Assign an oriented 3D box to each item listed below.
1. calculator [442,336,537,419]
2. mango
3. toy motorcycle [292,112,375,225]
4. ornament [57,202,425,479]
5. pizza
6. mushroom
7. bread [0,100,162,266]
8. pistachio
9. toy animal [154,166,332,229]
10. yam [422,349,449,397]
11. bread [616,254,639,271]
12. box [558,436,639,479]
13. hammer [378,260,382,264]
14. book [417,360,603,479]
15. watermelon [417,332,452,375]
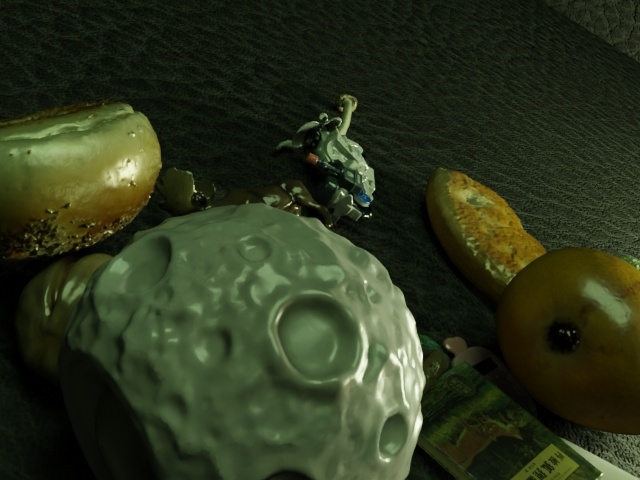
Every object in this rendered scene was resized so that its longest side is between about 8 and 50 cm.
[{"bbox_3d":[0.232,0.197,1.219,0.103,0.024,0.166,-17,56,-47],"label":"calculator"},{"bbox_3d":[0.412,0.149,1.244,0.378,0.221,0.264,18,32,-39],"label":"mango"},{"bbox_3d":[0.023,-0.119,1.425,0.150,0.102,0.221,30,31,-21],"label":"toy motorcycle"},{"bbox_3d":[-0.062,0.129,0.814,0.337,0.337,0.337,19,34,-14],"label":"ornament"},{"bbox_3d":[0.286,0.004,1.473,0.182,0.074,0.365,-4,44,-37],"label":"pizza"},{"bbox_3d":[0.008,-0.199,1.578,0.068,0.043,0.306,17,32,15],"label":"mushroom"},{"bbox_3d":[-0.327,-0.063,0.981,0.305,0.159,0.305,-6,16,2],"label":"bread"},{"bbox_3d":[-0.258,0.079,0.943,0.124,0.124,0.185,27,26,-3],"label":"pistachio"},{"bbox_3d":[-0.110,-0.040,1.225,0.214,0.094,0.186,-21,66,-35],"label":"toy animal"},{"bbox_3d":[0.118,0.185,1.096,0.032,0.032,0.145,37,40,12],"label":"yam"},{"bbox_3d":[0.581,0.096,1.504,0.207,0.056,0.286,48,14,34],"label":"bread"},{"bbox_3d":[0.406,0.361,1.109,0.285,0.044,0.142,29,35,0],"label":"box"},{"bbox_3d":[0.000,0.000,1.314,0.201,0.021,0.078,24,34,-7],"label":"hammer"},{"bbox_3d":[0.217,0.253,1.089,0.160,0.024,0.228,-23,51,-41],"label":"book"},{"bbox_3d":[0.138,0.163,1.186,0.061,0.085,0.085,-43,70,-13],"label":"watermelon"}]
